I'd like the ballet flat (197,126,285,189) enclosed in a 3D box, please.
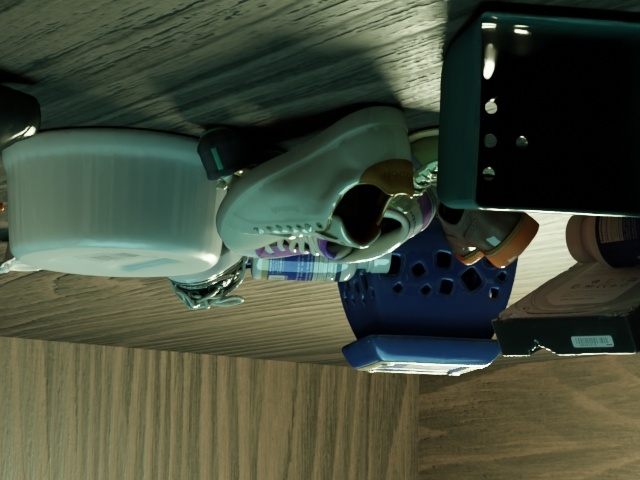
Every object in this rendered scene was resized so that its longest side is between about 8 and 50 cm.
[{"bbox_3d":[-0.080,-0.074,1.852,0.074,0.074,0.203,-3,169,22],"label":"ballet flat"}]

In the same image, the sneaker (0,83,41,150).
[{"bbox_3d":[-0.403,-0.106,1.648,0.286,0.109,0.130,-2,180,39],"label":"sneaker"}]

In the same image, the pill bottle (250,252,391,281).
[{"bbox_3d":[0.000,0.000,2.177,0.186,0.112,0.112,1,170,-5],"label":"pill bottle"}]

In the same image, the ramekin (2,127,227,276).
[{"bbox_3d":[-0.242,-0.038,1.911,0.277,0.135,0.277,1,170,0],"label":"ramekin"}]

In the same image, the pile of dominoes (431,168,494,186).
[{"bbox_3d":[0.235,-0.085,1.951,0.251,0.040,0.196,6,174,22],"label":"pile of dominoes"}]

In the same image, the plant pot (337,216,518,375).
[{"bbox_3d":[0.152,0.088,2.381,0.236,0.212,0.236,4,170,-12],"label":"plant pot"}]

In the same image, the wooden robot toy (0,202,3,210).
[{"bbox_3d":[-0.469,-0.031,2.177,0.079,0.076,0.173,-8,173,-15],"label":"wooden robot toy"}]

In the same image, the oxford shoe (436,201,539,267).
[{"bbox_3d":[0.194,-0.032,2.024,0.098,0.097,0.271,41,174,-9],"label":"oxford shoe"}]

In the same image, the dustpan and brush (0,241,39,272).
[{"bbox_3d":[-0.475,0.031,2.542,0.211,0.060,0.147,-1,170,10],"label":"dustpan and brush"}]

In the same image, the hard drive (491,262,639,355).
[{"bbox_3d":[0.424,0.059,2.171,0.339,0.064,0.237,-27,-166,-38],"label":"hard drive"}]

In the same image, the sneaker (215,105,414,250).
[{"bbox_3d":[-0.011,-0.032,1.746,0.106,0.123,0.290,5,153,-41],"label":"sneaker"}]

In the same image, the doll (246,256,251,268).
[{"bbox_3d":[-0.101,0.029,2.541,0.129,0.046,0.189,-15,170,28],"label":"doll"}]

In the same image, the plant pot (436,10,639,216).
[{"bbox_3d":[0.189,-0.102,1.458,0.165,0.165,0.234,3,178,-10],"label":"plant pot"}]

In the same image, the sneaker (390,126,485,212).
[{"bbox_3d":[0.105,-0.074,1.812,0.192,0.086,0.064,-8,167,39],"label":"sneaker"}]

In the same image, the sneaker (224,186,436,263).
[{"bbox_3d":[-0.012,-0.020,1.950,0.282,0.102,0.161,-10,-165,21],"label":"sneaker"}]

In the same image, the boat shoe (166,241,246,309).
[{"bbox_3d":[-0.155,0.039,2.164,0.113,0.105,0.306,-3,-170,-2],"label":"boat shoe"}]

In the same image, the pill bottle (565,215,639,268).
[{"bbox_3d":[0.412,-0.012,2.121,0.169,0.094,0.094,-9,166,44],"label":"pill bottle"}]
